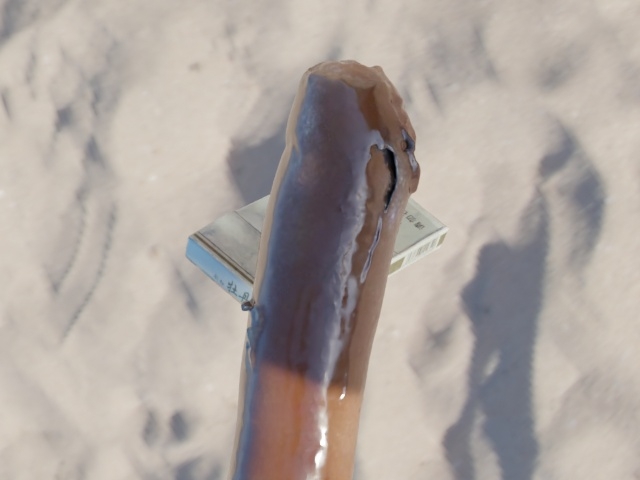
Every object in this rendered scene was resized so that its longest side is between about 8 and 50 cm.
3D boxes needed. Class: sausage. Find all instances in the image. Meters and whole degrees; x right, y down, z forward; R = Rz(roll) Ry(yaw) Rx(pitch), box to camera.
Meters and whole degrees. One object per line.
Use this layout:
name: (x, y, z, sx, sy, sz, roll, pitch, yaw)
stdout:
sausage: (-0.007, 0.091, 1.224, 0.094, 0.094, 0.419, 14, 97, 34)

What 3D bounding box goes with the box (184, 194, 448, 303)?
box: (0.000, 0.000, 1.469, 0.109, 0.198, 0.029, 39, 133, 22)
